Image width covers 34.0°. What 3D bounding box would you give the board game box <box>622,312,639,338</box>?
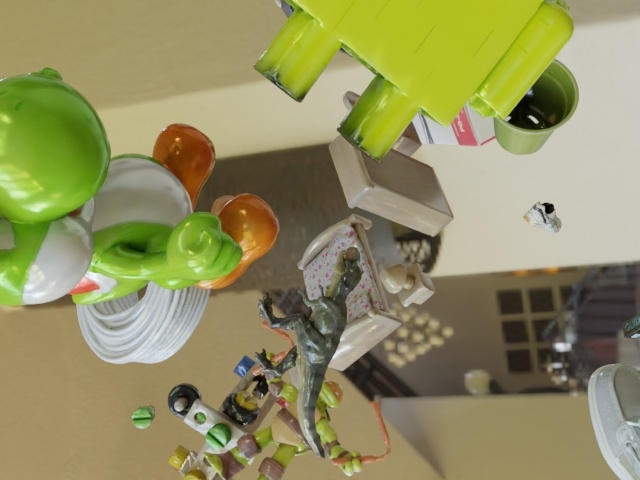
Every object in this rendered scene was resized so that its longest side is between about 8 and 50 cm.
[{"bbox_3d":[0.541,0.106,1.518,0.186,0.126,0.026,124,147,-63],"label":"board game box"}]

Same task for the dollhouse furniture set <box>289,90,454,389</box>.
[{"bbox_3d":[0.000,0.000,1.552,0.173,0.355,0.303,20,-141,-37],"label":"dollhouse furniture set"}]

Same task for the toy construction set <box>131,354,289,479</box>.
[{"bbox_3d":[-0.137,0.357,1.668,0.309,0.257,0.237,57,-172,-1],"label":"toy construction set"}]

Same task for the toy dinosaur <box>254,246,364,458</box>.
[{"bbox_3d":[-0.023,0.131,1.325,0.064,0.118,0.268,11,-89,-70],"label":"toy dinosaur"}]

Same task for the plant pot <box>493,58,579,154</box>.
[{"bbox_3d":[0.191,-0.118,0.974,0.079,0.083,0.083,85,-171,-68],"label":"plant pot"}]

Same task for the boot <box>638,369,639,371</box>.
[{"bbox_3d":[0.567,0.283,1.689,0.198,0.077,0.137,42,-98,-20],"label":"boot"}]

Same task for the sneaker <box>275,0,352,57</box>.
[{"bbox_3d":[0.019,-0.307,1.407,0.126,0.127,0.321,49,-163,-27],"label":"sneaker"}]

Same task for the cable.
[{"bbox_3d":[-0.269,0.059,1.573,0.089,0.257,0.257,19,-86,-46],"label":"cable"}]

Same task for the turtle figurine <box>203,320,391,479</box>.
[{"bbox_3d":[-0.049,0.250,1.419,0.217,0.269,0.087,-40,-28,-11],"label":"turtle figurine"}]

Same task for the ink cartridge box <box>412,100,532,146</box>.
[{"bbox_3d":[0.235,-0.230,1.661,0.172,0.237,0.100,-29,-72,-20],"label":"ink cartridge box"}]

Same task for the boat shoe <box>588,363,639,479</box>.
[{"bbox_3d":[0.444,0.288,1.301,0.118,0.103,0.320,-3,-121,-31],"label":"boat shoe"}]

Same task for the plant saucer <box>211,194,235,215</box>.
[{"bbox_3d":[-0.145,-0.036,1.734,0.083,0.013,0.083,22,-122,-39],"label":"plant saucer"}]

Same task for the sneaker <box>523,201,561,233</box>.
[{"bbox_3d":[0.319,-0.034,1.461,0.083,0.037,0.032,9,-148,-50],"label":"sneaker"}]

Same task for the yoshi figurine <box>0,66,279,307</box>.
[{"bbox_3d":[-0.173,-0.045,0.858,0.362,0.203,0.203,-8,-87,-61],"label":"yoshi figurine"}]

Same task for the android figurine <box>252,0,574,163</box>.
[{"bbox_3d":[0.080,-0.193,0.728,0.248,0.273,0.056,36,-174,-33],"label":"android figurine"}]
